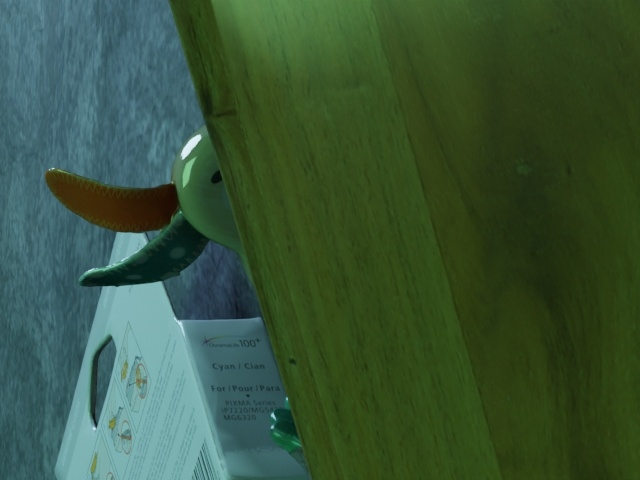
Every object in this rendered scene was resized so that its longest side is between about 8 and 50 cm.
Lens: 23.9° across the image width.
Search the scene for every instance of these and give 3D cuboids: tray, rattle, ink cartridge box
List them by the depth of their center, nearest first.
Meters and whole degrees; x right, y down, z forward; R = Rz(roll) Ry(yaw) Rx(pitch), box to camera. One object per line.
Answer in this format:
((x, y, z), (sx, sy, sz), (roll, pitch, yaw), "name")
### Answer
((0.070, -0.035, 0.365), (0.203, 0.076, 0.411), (-11, 98, 35), "tray")
((0.000, 0.000, 0.623), (0.143, 0.200, 0.130), (-119, 37, -48), "rattle")
((-0.102, 0.160, 1.026), (0.261, 0.066, 0.296), (-114, 33, -43), "ink cartridge box")

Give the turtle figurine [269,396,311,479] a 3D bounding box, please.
((0.005, 0.175, 0.731), (0.175, 0.118, 0.234), (-46, -28, -62), "turtle figurine")
